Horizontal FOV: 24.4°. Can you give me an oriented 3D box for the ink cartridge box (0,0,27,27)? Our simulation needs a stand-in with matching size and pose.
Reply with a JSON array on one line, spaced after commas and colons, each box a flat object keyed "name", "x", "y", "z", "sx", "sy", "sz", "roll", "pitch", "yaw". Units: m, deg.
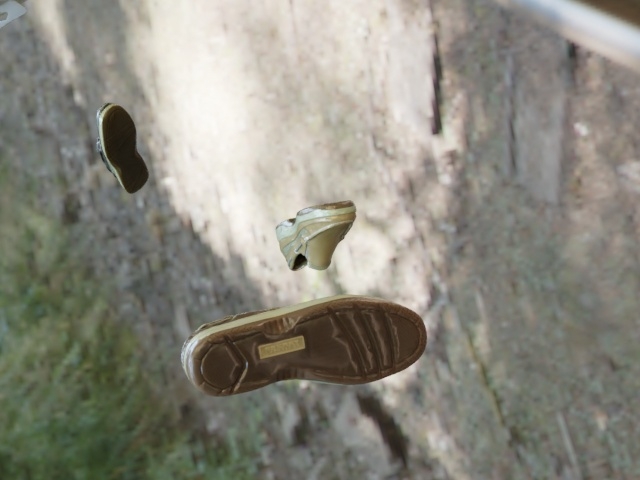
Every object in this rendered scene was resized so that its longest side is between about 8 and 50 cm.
[{"name": "ink cartridge box", "x": -0.414, "y": -0.326, "z": 1.780, "sx": 0.092, "sy": 0.090, "sz": 0.143, "roll": -19, "pitch": 94, "yaw": 44}]

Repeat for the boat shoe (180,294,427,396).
[{"name": "boat shoe", "x": -0.021, "y": 0.101, "z": 1.539, "sx": 0.095, "sy": 0.257, "sz": 0.095, "roll": -159, "pitch": 68, "yaw": -71}]

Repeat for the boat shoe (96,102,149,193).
[{"name": "boat shoe", "x": -0.263, "y": -0.120, "z": 1.887, "sx": 0.049, "sy": 0.056, "sz": 0.152, "roll": 32, "pitch": 151, "yaw": 30}]

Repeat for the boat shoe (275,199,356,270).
[{"name": "boat shoe", "x": 0.000, "y": 0.000, "z": 1.782, "sx": 0.190, "sy": 0.068, "sz": 0.072, "roll": 148, "pitch": 116, "yaw": -71}]
